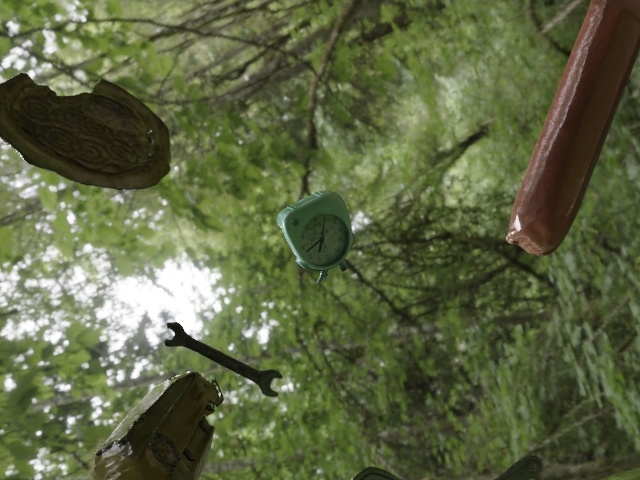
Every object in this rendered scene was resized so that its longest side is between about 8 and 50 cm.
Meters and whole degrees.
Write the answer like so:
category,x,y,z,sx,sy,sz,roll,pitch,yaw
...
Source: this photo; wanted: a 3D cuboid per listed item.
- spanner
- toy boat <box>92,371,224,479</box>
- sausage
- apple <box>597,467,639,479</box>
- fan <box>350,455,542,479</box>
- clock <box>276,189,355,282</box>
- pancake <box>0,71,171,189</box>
category,x,y,z,sx,sy,sz,roll,pitch,yaw
spanner,-0.189,0.227,1.517,0.054,0.254,0.015,-63,-2,-11
toy boat,-0.261,0.347,1.313,0.162,0.136,0.445,58,-172,-4
sausage,0.131,-0.063,0.398,0.035,0.030,0.147,14,-83,-67
apple,0.393,0.423,0.876,0.357,0.357,0.357,58,-161,-33
fan,0.064,0.210,0.552,0.132,0.220,0.009,62,170,-11
clock,0.000,0.000,1.175,0.041,0.101,0.135,26,139,64
pancake,-0.289,-0.137,0.979,0.235,0.029,0.212,-10,-126,-46
